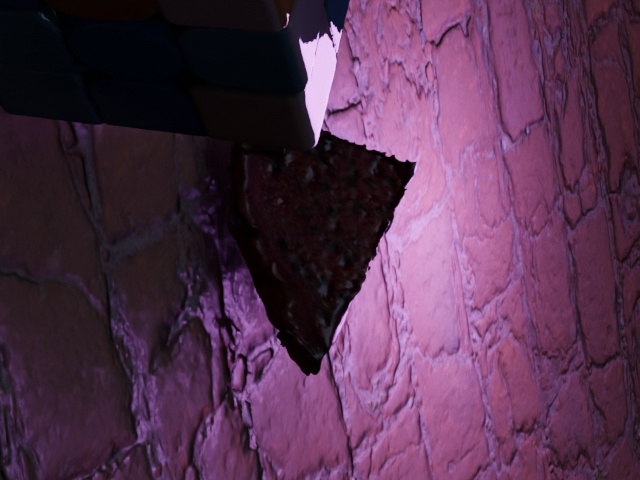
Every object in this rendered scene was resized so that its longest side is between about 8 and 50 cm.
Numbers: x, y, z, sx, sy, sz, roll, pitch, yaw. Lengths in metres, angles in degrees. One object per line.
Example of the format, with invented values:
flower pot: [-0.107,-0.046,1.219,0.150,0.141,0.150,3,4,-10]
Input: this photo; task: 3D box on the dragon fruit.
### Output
dragon fruit: [0.000,0.000,2.156,0.302,0.240,0.330,30,54,-36]

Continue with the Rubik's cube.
Rubik's cube: [-0.154,-0.325,1.694,0.344,0.346,0.347,72,26,-63]
